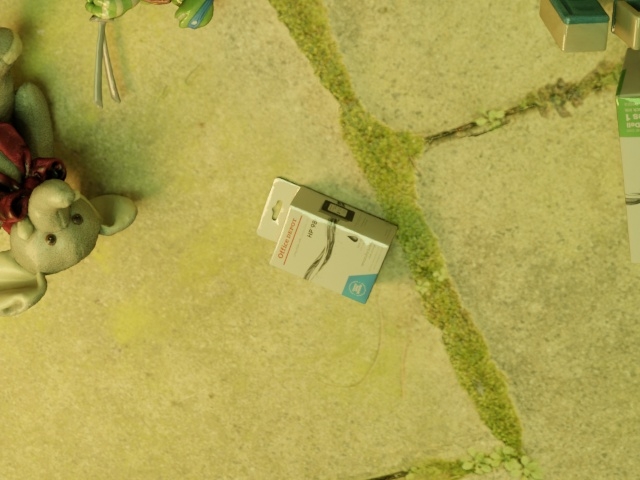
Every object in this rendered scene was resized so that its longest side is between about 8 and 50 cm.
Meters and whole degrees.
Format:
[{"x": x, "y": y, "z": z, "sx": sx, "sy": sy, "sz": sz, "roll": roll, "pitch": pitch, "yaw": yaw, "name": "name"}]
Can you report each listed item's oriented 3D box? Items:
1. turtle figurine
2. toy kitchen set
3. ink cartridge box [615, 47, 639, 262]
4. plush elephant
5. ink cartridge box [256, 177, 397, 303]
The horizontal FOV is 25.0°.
[{"x": -0.282, "y": -0.315, "z": 1.769, "sx": 0.274, "sy": 0.198, "sz": 0.266, "roll": -40, "pitch": 98, "yaw": 26, "name": "turtle figurine"}, {"x": 0.369, "y": -0.315, "z": 1.646, "sx": 0.207, "sy": 0.122, "sz": 0.166, "roll": -2, "pitch": 119, "yaw": -5, "name": "toy kitchen set"}, {"x": 0.408, "y": -0.101, "z": 1.706, "sx": 0.092, "sy": 0.160, "sz": 0.219, "roll": -1, "pitch": 117, "yaw": 18, "name": "ink cartridge box"}, {"x": -0.401, "y": -0.056, "z": 1.915, "sx": 0.255, "sy": 0.272, "sz": 0.330, "roll": 30, "pitch": 152, "yaw": 14, "name": "plush elephant"}, {"x": 0.000, "y": 0.000, "z": 1.940, "sx": 0.180, "sy": 0.060, "sz": 0.104, "roll": 22, "pitch": 123, "yaw": 3, "name": "ink cartridge box"}]
